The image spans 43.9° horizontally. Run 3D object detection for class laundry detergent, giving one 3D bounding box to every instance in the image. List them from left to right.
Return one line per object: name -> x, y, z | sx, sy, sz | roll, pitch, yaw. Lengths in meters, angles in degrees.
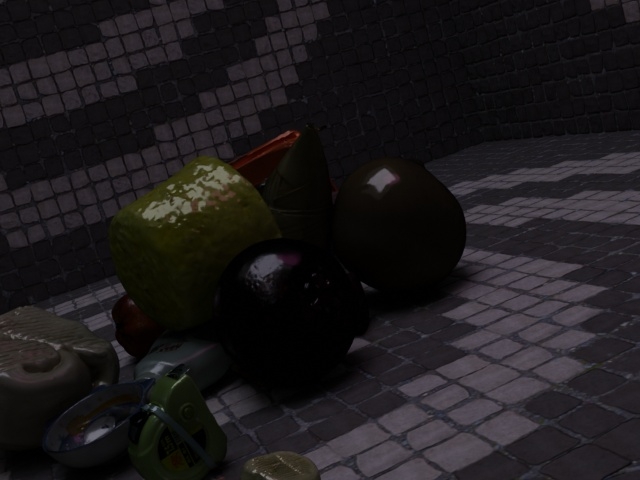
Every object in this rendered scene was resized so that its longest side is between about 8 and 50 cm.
laundry detergent -> -0.281, 0.259, 1.716 | 0.263, 0.125, 0.398 | -14, 12, 21

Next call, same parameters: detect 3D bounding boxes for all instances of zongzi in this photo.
zongzi -> -0.070, -0.171, 2.012 | 0.181, 0.418, 0.447 | -2, 29, -13

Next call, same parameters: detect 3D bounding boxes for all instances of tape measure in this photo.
tape measure -> -0.229, 0.314, 1.260 | 0.154, 0.177, 0.087 | -39, 19, -29

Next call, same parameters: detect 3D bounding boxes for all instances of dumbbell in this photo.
dumbbell -> -0.008, 0.159, 1.793 | 0.225, 0.124, 0.140 | -15, 11, 14

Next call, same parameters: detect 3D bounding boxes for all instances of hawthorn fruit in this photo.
hawthorn fruit -> -0.438, 0.212, 2.084 | 0.202, 0.185, 0.185 | -4, 2, -33

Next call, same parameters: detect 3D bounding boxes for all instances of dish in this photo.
dish -> -0.391, 0.350, 1.471 | 0.228, 0.086, 0.236 | -36, 23, -33

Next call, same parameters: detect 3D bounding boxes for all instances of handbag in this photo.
handbag -> -0.096, -0.121, 2.488 | 0.303, 0.410, 0.116 | -28, 31, 9

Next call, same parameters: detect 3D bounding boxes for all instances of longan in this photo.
longan -> 0.187, -0.039, 1.915 | 0.360, 0.361, 0.361 | -16, 11, 3

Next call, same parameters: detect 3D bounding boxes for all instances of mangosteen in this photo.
mangosteen -> -0.073, 0.139, 1.572 | 0.296, 0.297, 0.313 | -20, 1, -13

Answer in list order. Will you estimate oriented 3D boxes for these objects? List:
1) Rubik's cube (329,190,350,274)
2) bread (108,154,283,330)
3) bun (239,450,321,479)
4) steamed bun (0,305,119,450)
Rubik's cube -> 0.000, 0.000, 2.300 | 0.237, 0.237, 0.238 | -7, 15, 32
bread -> -0.277, 0.010, 1.750 | 0.307, 0.348, 0.348 | -29, 15, -32
bun -> -0.055, 0.340, 1.094 | 0.115, 0.069, 0.115 | 4, 12, -1
steamed bun -> -0.623, 0.306, 1.671 | 0.367, 0.255, 0.342 | 22, 18, 34
